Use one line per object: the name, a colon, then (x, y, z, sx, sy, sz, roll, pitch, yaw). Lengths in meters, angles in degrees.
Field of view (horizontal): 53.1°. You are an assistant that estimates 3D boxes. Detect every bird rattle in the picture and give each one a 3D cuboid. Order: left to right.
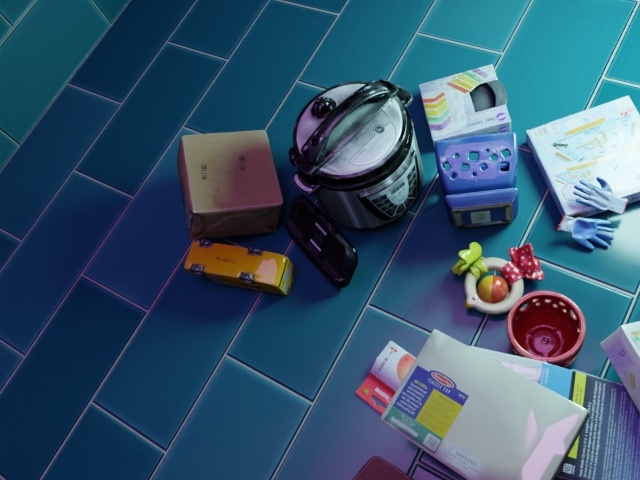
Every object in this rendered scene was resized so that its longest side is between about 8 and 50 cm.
bird rattle: (0.503, 0.111, 1.830, 0.254, 0.143, 0.207, 8, 79, 6)

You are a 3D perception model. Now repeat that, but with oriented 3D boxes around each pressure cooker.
pressure cooker: (0.107, -0.265, 1.935, 0.376, 0.420, 0.369, -2, 63, 16)

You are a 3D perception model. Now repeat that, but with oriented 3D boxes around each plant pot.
plant pot: (0.469, -0.166, 1.891, 0.236, 0.236, 0.212, -6, 70, 14)
plant pot: (0.587, 0.247, 1.679, 0.191, 0.174, 0.191, -7, 64, 13)

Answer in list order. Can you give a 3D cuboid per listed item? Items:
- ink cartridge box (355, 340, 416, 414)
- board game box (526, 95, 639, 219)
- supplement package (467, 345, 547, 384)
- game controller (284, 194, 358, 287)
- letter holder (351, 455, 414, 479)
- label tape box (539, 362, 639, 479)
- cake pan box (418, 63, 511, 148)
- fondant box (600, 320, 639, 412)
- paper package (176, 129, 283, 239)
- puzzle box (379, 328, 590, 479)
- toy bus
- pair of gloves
ink cartridge box: (0.202, 0.394, 1.803, 0.145, 0.045, 0.179, 34, 76, 28)
board game box: (0.823, -0.242, 1.905, 0.319, 0.066, 0.318, -18, 61, 9)
supplement package: (0.448, 0.435, 1.615, 0.198, 0.199, 0.262, 9, 68, 23)
game controller: (0.000, 0.000, 1.996, 0.319, 0.067, 0.166, 47, 130, 29)
letter holder: (0.195, 0.707, 1.566, 0.214, 0.152, 0.302, -46, 51, -15)
label tape box: (0.655, 0.461, 1.523, 0.348, 0.115, 0.249, 16, 70, 0)
cake pan box: (0.477, -0.438, 2.109, 0.267, 0.070, 0.245, -12, 64, 11)
fondant box: (0.874, 0.299, 1.527, 0.330, 0.096, 0.238, -7, 58, -22)
paper package: (-0.301, -0.188, 2.110, 0.310, 0.168, 0.324, -7, 60, -16)
puzzle box: (0.371, 0.413, 1.499, 0.409, 0.052, 0.272, 27, 79, 36)
toy bus: (-0.259, 0.085, 2.043, 0.333, 0.130, 0.108, 8, 69, 20)
pair of gloves: (0.771, -0.078, 1.807, 0.159, 0.023, 0.198, 21, 101, 2)
